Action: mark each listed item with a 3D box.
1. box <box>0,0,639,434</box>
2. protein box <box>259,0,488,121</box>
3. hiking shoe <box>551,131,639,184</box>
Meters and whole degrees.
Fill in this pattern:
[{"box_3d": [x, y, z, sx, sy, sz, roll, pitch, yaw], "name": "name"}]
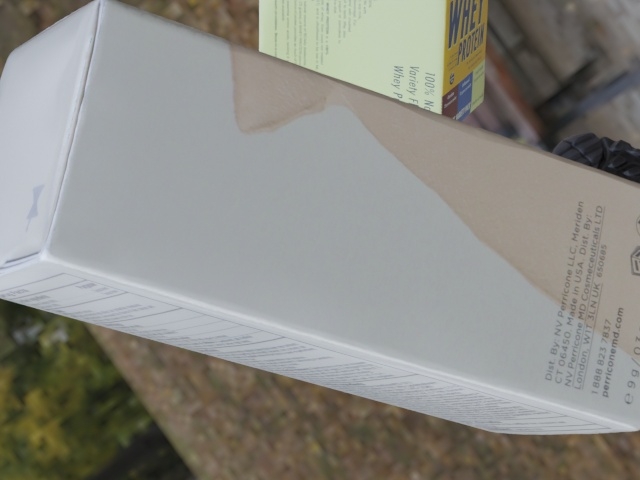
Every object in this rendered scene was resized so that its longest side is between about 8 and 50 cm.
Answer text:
[{"box_3d": [0.000, 0.000, 0.897, 0.311, 0.121, 0.148, 18, 167, -25], "name": "box"}, {"box_3d": [0.055, -0.228, 1.914, 0.136, 0.201, 0.199, -43, -42, -57], "name": "protein box"}, {"box_3d": [0.218, 0.020, 1.195, 0.227, 0.086, 0.114, 32, 140, -11], "name": "hiking shoe"}]
